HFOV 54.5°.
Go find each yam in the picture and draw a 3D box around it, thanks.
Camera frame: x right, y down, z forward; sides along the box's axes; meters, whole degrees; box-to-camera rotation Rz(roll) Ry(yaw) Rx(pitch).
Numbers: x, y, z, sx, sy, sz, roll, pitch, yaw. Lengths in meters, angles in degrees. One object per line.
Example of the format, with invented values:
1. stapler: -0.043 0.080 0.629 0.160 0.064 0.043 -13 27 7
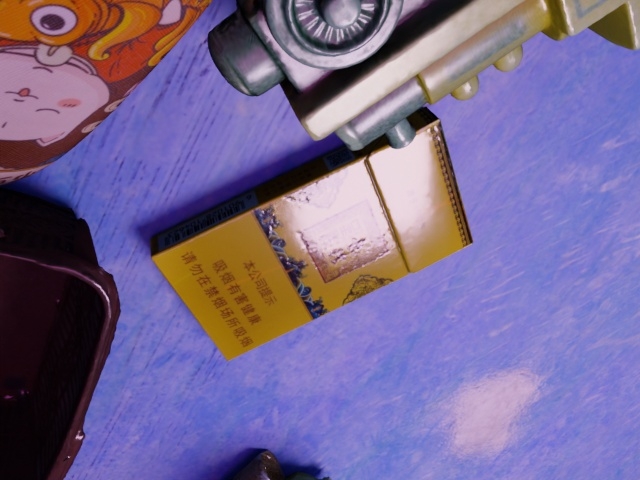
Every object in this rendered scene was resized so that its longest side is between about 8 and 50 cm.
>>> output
1. yam: -0.101 0.322 0.780 0.132 0.054 0.054 -43 126 14

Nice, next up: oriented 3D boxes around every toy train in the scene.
1. toy train: 0.107 -0.189 0.431 0.369 0.150 0.237 -33 134 9

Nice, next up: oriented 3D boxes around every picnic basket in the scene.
1. picnic basket: -0.293 0.086 0.500 0.223 0.129 0.296 15 118 -25

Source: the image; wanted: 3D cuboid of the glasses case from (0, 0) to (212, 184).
1. glasses case: -0.160 -0.127 0.366 0.321 0.082 0.122 -34 166 31

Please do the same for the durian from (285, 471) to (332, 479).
1. durian: -0.027 0.437 0.760 0.205 0.340 0.255 -1 96 -16

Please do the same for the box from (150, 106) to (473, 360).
1. box: -0.001 0.000 0.591 0.279 0.041 0.153 -25 127 1
